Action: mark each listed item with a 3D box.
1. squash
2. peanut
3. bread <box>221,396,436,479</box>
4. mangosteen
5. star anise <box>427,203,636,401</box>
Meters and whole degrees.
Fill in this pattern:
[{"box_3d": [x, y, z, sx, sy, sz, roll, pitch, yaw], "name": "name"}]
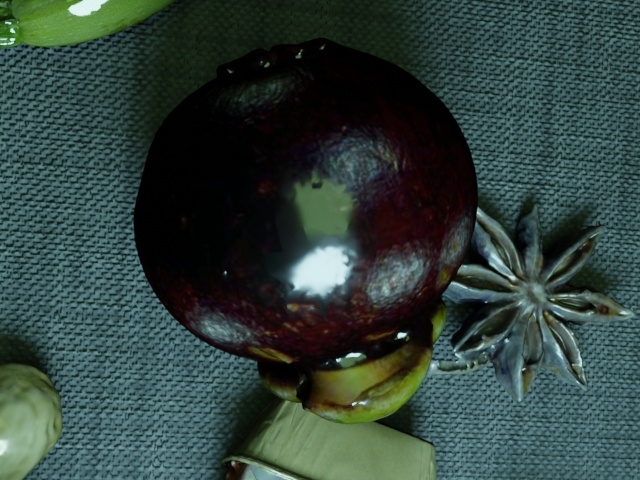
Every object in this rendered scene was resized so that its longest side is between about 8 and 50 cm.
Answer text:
[{"box_3d": [-0.184, -0.257, 0.859, 0.341, 0.094, 0.094, -34, 96, -11], "name": "squash"}, {"box_3d": [-0.329, 0.241, 0.819, 0.125, 0.111, 0.275, 31, 85, -13], "name": "peanut"}, {"box_3d": [0.002, 0.270, 0.873, 0.224, 0.142, 0.212, 23, 72, -9], "name": "bread"}, {"box_3d": [0.000, 0.000, 0.791, 0.306, 0.307, 0.347, -20, 108, -10], "name": "mangosteen"}, {"box_3d": [0.201, 0.069, 0.930, 0.262, 0.081, 0.230, -35, 96, -20], "name": "star anise"}]
